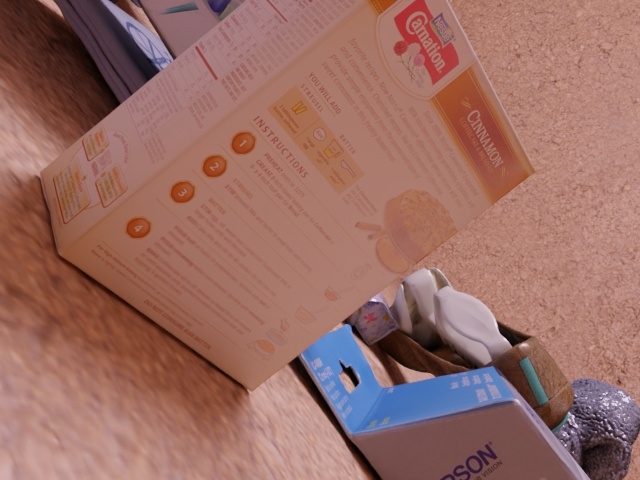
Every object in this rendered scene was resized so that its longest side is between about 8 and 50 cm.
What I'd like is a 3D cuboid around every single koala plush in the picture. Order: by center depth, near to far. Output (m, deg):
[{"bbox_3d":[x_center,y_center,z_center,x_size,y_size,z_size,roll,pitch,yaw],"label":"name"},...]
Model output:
[{"bbox_3d":[0.240,0.216,0.946,0.221,0.203,0.196,33,19,-9],"label":"koala plush"}]

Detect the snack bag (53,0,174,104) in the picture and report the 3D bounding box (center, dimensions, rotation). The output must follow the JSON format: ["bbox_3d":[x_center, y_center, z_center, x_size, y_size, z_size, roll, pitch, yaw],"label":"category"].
[{"bbox_3d":[-0.087,-0.061,0.728,0.343,0.037,0.323,55,6,7],"label":"snack bag"}]

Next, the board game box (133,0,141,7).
[{"bbox_3d":[-0.346,-0.463,1.168,0.165,0.042,0.243,53,5,15],"label":"board game box"}]

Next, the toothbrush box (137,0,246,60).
[{"bbox_3d":[-0.038,-0.140,0.573,0.296,0.126,0.216,60,-2,-30],"label":"toothbrush box"}]

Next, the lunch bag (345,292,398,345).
[{"bbox_3d":[0.045,0.068,0.905,0.071,0.053,0.083,59,-1,40],"label":"lunch bag"}]

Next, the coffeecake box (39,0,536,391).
[{"bbox_3d":[-0.010,-0.033,0.376,0.142,0.185,0.068,47,7,-44],"label":"coffeecake box"}]

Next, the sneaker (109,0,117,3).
[{"bbox_3d":[-0.271,-0.370,0.882,0.224,0.098,0.083,53,5,12],"label":"sneaker"}]

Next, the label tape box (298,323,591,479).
[{"bbox_3d":[0.141,0.185,0.614,0.348,0.115,0.249,54,5,9],"label":"label tape box"}]

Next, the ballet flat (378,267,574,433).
[{"bbox_3d":[0.146,0.101,0.885,0.124,0.116,0.342,65,-11,-20],"label":"ballet flat"}]
